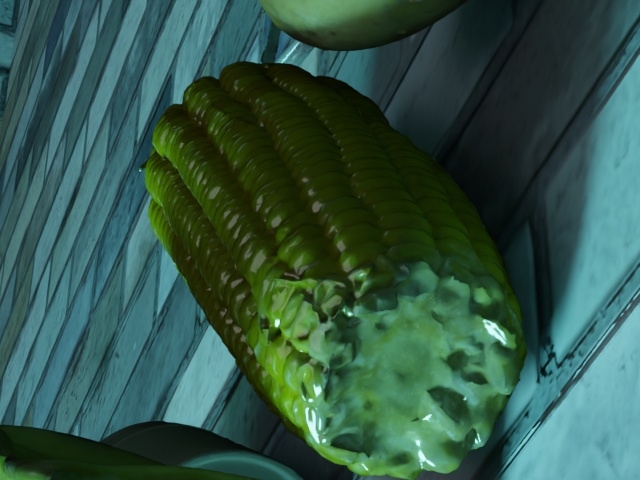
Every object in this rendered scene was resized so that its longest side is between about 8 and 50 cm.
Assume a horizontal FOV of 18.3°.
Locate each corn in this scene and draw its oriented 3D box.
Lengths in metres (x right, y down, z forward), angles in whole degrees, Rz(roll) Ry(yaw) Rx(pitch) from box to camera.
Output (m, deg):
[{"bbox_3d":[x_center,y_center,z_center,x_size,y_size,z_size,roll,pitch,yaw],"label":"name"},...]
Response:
[{"bbox_3d":[0.000,0.000,0.887,0.344,0.131,0.131,-132,56,-69],"label":"corn"}]

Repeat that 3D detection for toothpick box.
[{"bbox_3d":[-0.068,0.154,1.034,0.180,0.111,0.111,177,106,-74],"label":"toothpick box"}]

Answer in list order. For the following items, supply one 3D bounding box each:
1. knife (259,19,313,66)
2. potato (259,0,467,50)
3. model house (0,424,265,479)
[{"bbox_3d":[0.036,-0.220,1.081,0.123,0.053,0.278,-88,18,-50],"label":"knife"},{"bbox_3d":[0.048,-0.190,0.898,0.161,0.128,0.235,48,121,53],"label":"potato"},{"bbox_3d":[-0.064,0.208,0.813,0.175,0.193,0.234,172,111,-72],"label":"model house"}]
